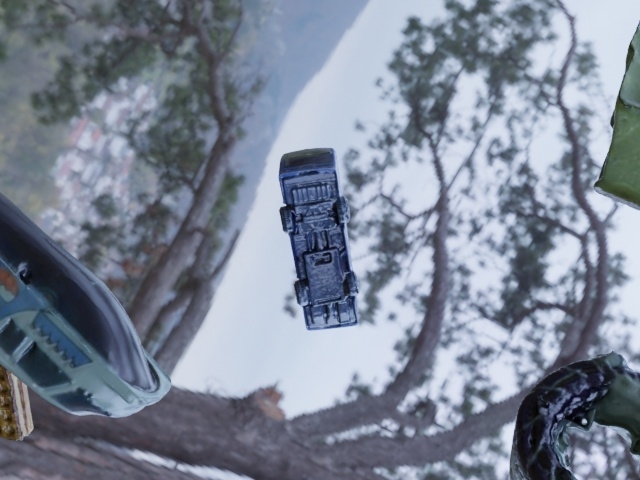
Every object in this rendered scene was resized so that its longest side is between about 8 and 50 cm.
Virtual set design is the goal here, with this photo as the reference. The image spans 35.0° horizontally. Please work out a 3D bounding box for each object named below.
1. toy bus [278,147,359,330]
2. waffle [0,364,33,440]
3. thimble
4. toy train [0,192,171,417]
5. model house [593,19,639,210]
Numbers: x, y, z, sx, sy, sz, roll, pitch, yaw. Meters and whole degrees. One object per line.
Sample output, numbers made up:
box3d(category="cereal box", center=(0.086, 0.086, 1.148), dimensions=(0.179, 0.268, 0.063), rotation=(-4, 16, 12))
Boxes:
box3d(category="toy bus", center=(-0.003, -0.001, 1.214), dimensions=(0.094, 0.079, 0.236), rotation=(-102, -177, -56))
box3d(category="waffle", center=(-0.474, 0.215, 1.474), dimensions=(0.042, 0.102, 0.148), rotation=(-40, 131, -60))
box3d(category="thimble", center=(0.359, 0.272, 1.313), dimensions=(0.150, 0.237, 0.237), rotation=(86, 26, -57))
box3d(category="toy train", center=(-0.133, -0.012, 0.340), dimensions=(0.047, 0.207, 0.043), rotation=(-48, 174, 7))
box3d(category="model house", center=(0.397, -0.121, 1.076), dimensions=(0.189, 0.195, 0.214), rotation=(98, 16, -53))
